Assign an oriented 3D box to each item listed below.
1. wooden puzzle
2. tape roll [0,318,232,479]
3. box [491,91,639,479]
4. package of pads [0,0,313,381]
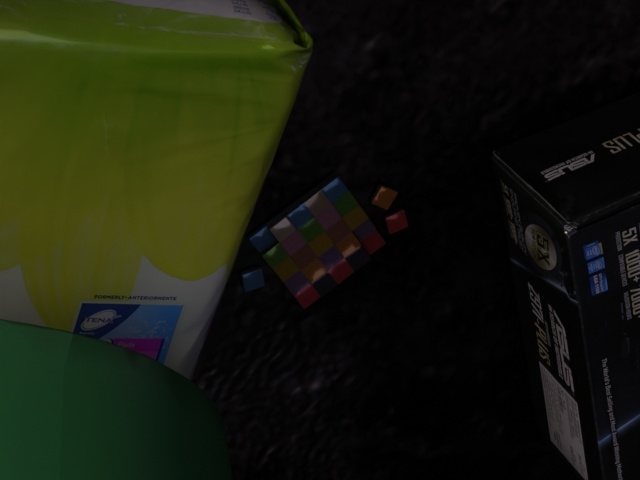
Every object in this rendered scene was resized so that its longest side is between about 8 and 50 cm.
[{"bbox_3d":[0.000,0.000,0.830,0.083,0.006,0.049,-37,127,0],"label":"wooden puzzle"},{"bbox_3d":[-0.190,0.121,0.665,0.321,0.077,0.321,-6,155,-3],"label":"tape roll"},{"bbox_3d":[0.175,0.021,0.878,0.147,0.077,0.180,-21,125,-13],"label":"box"},{"bbox_3d":[-0.170,-0.023,0.668,0.297,0.101,0.229,4,124,-27],"label":"package of pads"}]
